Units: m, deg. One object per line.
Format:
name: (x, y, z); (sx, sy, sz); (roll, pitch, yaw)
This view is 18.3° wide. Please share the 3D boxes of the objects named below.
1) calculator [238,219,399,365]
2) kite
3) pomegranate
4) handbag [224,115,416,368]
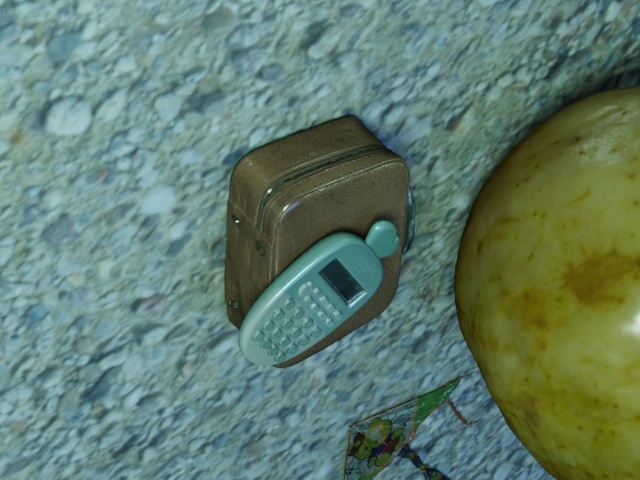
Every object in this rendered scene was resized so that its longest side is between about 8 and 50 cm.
calculator: (0.000, 0.040, 1.526); (0.153, 0.021, 0.095); (-43, 147, -1)
kite: (0.087, 0.208, 1.931); (0.198, 0.006, 0.244); (-48, 145, 4)
pomegranate: (0.323, 0.037, 1.644); (0.410, 0.410, 0.410); (-28, 142, -24)
handbag: (0.000, 0.000, 1.566); (0.151, 0.072, 0.193); (-25, 139, -28)
